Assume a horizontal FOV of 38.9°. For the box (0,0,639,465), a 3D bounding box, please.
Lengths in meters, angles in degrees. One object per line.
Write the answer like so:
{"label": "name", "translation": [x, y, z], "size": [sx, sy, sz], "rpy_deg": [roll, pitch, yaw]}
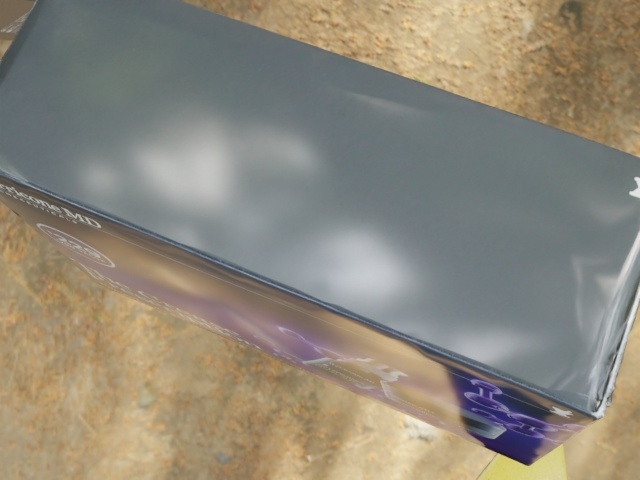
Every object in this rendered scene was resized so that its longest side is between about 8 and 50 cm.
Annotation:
{"label": "box", "translation": [0.000, 0.000, 0.415], "size": [0.184, 0.261, 0.103], "rpy_deg": [78, 35, -68]}

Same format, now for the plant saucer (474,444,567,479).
{"label": "plant saucer", "translation": [0.105, 0.346, 0.851], "size": [0.332, 0.081, 0.333], "rpy_deg": [-32, 154, -47]}

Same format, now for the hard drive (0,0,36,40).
{"label": "hard drive", "translation": [-0.324, -0.241, 0.954], "size": [0.094, 0.135, 0.022], "rpy_deg": [-23, 89, 24]}
